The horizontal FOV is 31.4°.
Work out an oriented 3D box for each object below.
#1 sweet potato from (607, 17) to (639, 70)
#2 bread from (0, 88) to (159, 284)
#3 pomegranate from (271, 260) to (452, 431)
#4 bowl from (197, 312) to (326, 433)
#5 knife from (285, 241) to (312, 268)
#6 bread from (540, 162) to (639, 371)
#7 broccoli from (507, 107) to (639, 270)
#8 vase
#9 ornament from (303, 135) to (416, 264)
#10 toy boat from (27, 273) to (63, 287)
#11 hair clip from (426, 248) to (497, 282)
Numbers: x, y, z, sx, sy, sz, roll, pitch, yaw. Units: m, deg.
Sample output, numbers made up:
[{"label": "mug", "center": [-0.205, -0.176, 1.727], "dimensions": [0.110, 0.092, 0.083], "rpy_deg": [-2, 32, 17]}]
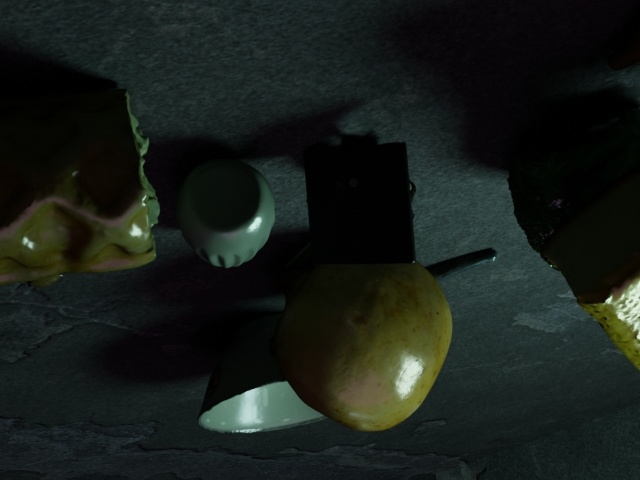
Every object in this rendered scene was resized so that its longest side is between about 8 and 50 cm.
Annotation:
[{"label": "sweet potato", "center": [0.415, -0.278, 1.261], "dimensions": [0.066, 0.072, 0.314], "rpy_deg": [-19, 162, -21]}, {"label": "bread", "center": [-0.306, -0.053, 1.231], "dimensions": [0.252, 0.238, 0.196], "rpy_deg": [-7, 120, -2]}, {"label": "pomegranate", "center": [0.069, 0.155, 1.794], "dimensions": [0.307, 0.307, 0.307], "rpy_deg": [-11, 157, -5]}, {"label": "bowl", "center": [-0.069, 0.228, 2.059], "dimensions": [0.337, 0.158, 0.337], "rpy_deg": [-10, 158, -4]}, {"label": "knife", "center": [0.000, 0.000, 1.752], "dimensions": [0.030, 0.014, 0.207], "rpy_deg": [-2, 156, -34]}, {"label": "bread", "center": [0.484, 0.017, 1.412], "dimensions": [0.323, 0.143, 0.333], "rpy_deg": [-38, 130, 11]}, {"label": "broccoli", "center": [0.394, -0.063, 1.594], "dimensions": [0.269, 0.261, 0.242], "rpy_deg": [33, 115, -7]}, {"label": "vase", "center": [-0.125, -0.022, 1.507], "dimensions": [0.128, 0.128, 0.248], "rpy_deg": [-10, 166, -7]}, {"label": "ornament", "center": [0.093, -0.061, 1.528], "dimensions": [0.153, 0.166, 0.196], "rpy_deg": [-2, -175, 31]}, {"label": "toy boat", "center": [-0.345, 0.006, 1.520], "dimensions": [0.072, 0.064, 0.206], "rpy_deg": [-15, 162, -37]}, {"label": "hair clip", "center": [0.202, 0.067, 1.987], "dimensions": [0.229, 0.039, 0.070], "rpy_deg": [-24, 154, 21]}]
